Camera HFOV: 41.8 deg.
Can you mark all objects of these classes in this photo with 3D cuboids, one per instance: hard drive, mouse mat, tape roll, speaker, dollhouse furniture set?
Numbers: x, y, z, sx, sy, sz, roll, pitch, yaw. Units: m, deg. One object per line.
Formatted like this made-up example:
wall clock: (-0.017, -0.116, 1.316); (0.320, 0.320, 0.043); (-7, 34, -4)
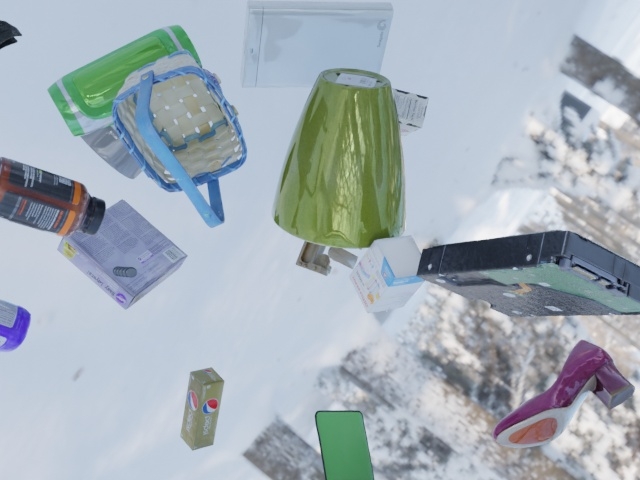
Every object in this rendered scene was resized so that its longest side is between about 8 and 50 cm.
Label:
hard drive: (-0.013, -0.480, 2.073); (0.353, 0.047, 0.233); (-3, 138, -14)
hard drive: (0.351, 0.061, 1.374); (0.339, 0.237, 0.064); (-9, -118, 60)
mouse mat: (0.054, 0.450, 1.762); (0.007, 0.189, 0.153); (-28, 153, 37)
tape roll: (-0.504, -0.250, 2.028); (0.072, 0.219, 0.219); (-43, 169, 4)
speaker: (-0.395, -0.326, 1.710); (0.297, 0.131, 0.131); (-30, 163, -11)
dollhouse furniture set: (0.000, 0.000, 1.940); (0.123, 0.151, 0.144); (27, 83, -51)

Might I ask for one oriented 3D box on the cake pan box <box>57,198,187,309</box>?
cake pan box: (-0.515, 0.029, 2.219); (0.070, 0.246, 0.267); (-50, 178, 35)

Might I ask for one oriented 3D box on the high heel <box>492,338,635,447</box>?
high heel: (0.527, 0.352, 1.948); (0.377, 0.181, 0.127); (-14, 130, -21)

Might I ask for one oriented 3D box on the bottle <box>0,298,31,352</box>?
bottle: (-0.696, 0.127, 1.574); (0.118, 0.283, 0.092); (-19, -127, 47)

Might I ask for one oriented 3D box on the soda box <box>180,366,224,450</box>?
soda box: (-0.268, 0.382, 1.901); (0.058, 0.061, 0.181); (-8, 120, -37)

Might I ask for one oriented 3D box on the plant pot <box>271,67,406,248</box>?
plant pot: (0.052, -0.176, 1.639); (0.275, 0.275, 0.293); (-36, 139, -55)

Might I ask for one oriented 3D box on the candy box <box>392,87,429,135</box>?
candy box: (0.115, -0.286, 1.799); (0.165, 0.196, 0.070); (-175, -82, -83)

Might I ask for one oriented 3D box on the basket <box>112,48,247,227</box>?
basket: (-0.247, -0.190, 1.475); (0.201, 0.289, 0.254); (-20, 132, 11)

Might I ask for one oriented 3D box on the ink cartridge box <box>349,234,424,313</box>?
ink cartridge box: (0.128, 0.071, 1.616); (0.090, 0.092, 0.143); (-7, 147, -32)

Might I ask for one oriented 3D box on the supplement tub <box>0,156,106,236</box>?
supplement tub: (-0.482, -0.068, 1.470); (0.106, 0.198, 0.106); (-35, -135, 45)

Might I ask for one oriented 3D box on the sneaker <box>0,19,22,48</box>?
sneaker: (-0.518, -0.274, 1.196); (0.051, 0.089, 0.170); (-30, -160, 53)
